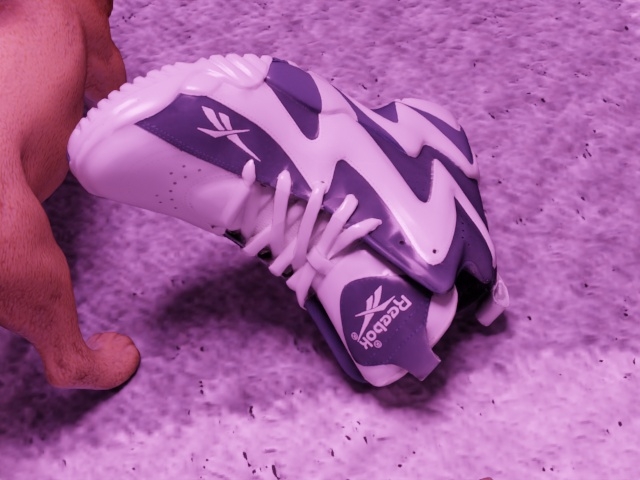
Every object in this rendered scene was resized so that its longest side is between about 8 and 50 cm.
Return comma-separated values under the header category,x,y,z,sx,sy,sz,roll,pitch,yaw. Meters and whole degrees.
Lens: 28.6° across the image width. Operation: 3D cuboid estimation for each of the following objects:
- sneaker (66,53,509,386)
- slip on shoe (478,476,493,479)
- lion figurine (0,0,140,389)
category,x,y,z,sx,sy,sz,roll,pitch,yaw
sneaker,0.000,0.000,0.616,0.235,0.094,0.153,9,46,-40
slip on shoe,0.095,0.155,0.535,0.041,0.051,0.135,-32,44,-16
lion figurine,-0.167,-0.057,0.629,0.142,0.240,0.392,-10,49,-1
